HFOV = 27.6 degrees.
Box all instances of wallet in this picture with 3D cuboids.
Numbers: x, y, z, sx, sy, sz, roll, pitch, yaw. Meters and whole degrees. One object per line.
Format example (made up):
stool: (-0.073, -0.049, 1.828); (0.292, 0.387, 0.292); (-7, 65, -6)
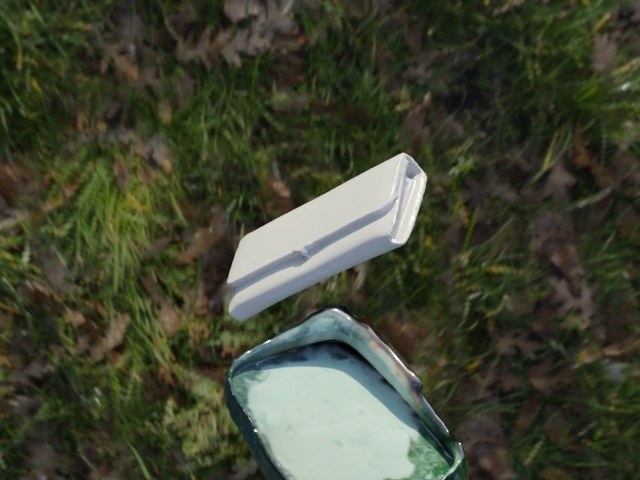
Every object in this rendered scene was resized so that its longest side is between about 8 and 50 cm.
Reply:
wallet: (0.000, 0.000, 0.687); (0.025, 0.122, 0.061); (41, 43, -28)

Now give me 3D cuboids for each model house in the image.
model house: (0.032, 0.259, 1.391); (0.184, 0.291, 0.253); (-28, 50, -17)
